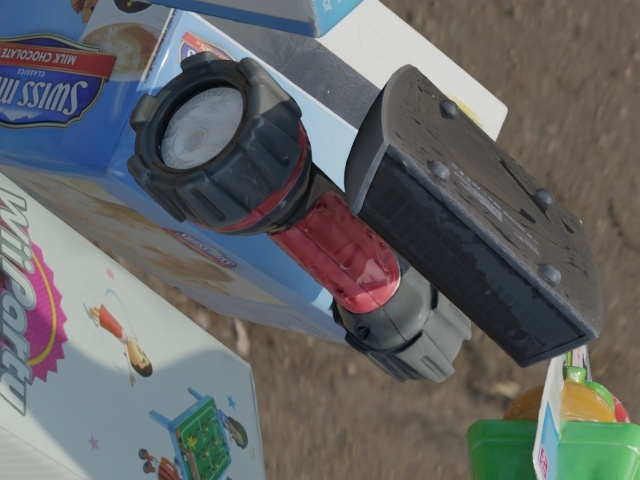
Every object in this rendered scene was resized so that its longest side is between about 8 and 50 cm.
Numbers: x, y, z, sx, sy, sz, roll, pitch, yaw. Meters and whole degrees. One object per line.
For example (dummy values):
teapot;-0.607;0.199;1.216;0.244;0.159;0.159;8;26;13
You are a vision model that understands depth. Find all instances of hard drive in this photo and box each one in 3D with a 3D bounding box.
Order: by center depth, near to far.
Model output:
hard drive;0.087;-0.017;1.155;0.172;0.254;0.054;42;104;-6

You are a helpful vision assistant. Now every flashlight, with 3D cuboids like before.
flashlight;0.000;0.000;1.258;0.103;0.304;0.103;9;66;38

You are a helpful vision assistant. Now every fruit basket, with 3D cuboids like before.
fruit basket;0.236;0.210;1.785;0.165;0.327;0.353;4;34;18

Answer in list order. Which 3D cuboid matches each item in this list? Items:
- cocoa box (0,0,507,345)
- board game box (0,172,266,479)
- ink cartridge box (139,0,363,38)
cocoa box;-0.072;-0.088;1.503;0.231;0.347;0.228;11;74;45
board game box;-0.188;0.052;0.556;0.224;0.303;0.097;-28;48;20
ink cartridge box;-0.014;-0.256;0.894;0.198;0.197;0.270;17;48;38
